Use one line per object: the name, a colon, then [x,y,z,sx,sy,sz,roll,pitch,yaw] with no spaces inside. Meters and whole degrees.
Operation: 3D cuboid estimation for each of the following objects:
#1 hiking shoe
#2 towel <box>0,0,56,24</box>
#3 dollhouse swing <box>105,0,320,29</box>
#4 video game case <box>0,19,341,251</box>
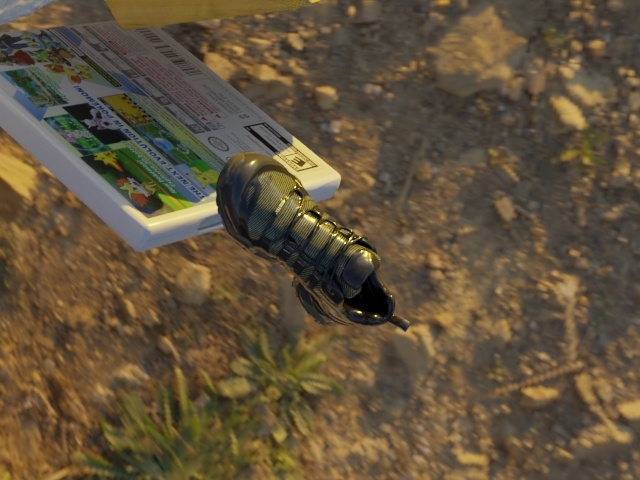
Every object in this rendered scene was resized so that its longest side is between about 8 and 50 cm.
hiking shoe: [0.000,0.000,1.289,0.227,0.114,0.086,47,63,-38]
towel: [-0.208,-0.296,1.177,0.282,0.049,0.187,-27,120,-23]
dollhouse swing: [-0.081,-0.412,1.498,0.347,0.315,0.305,-36,119,-56]
video game case: [-0.185,-0.123,1.487,0.300,0.329,0.036,-17,141,-50]
